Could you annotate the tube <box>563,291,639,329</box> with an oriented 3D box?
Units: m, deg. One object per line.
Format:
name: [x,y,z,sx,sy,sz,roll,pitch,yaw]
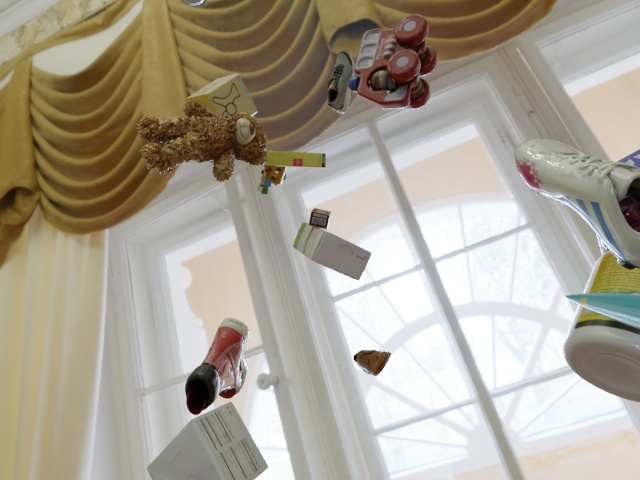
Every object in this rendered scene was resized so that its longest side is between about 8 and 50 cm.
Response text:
tube: [0.401,0.088,0.531,0.080,0.052,0.207,23,0,12]

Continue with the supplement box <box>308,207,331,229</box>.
supplement box: [0.000,-0.062,1.140,0.054,0.043,0.083,12,11,2]

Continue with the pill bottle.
pill bottle: [0.631,0.128,0.802,0.334,0.187,0.188,-49,-6,-27]

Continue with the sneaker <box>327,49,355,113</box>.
sneaker: [0.087,-0.721,1.826,0.100,0.272,0.107,9,4,45]

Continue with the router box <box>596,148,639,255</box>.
router box: [0.950,-0.118,1.139,0.335,0.301,0.082,-29,23,5]

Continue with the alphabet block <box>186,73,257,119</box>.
alphabet block: [-0.439,-0.603,1.810,0.193,0.193,0.197,9,46,46]

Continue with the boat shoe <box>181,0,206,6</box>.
boat shoe: [-0.339,-0.701,0.922,0.113,0.103,0.303,-23,-56,-10]

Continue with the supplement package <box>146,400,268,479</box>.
supplement package: [-0.306,0.609,1.087,0.262,0.204,0.145,-49,-24,24]

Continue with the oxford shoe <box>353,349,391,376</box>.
oxford shoe: [0.151,0.366,1.243,0.076,0.076,0.212,-55,1,-27]

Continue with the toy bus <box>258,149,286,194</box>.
toy bus: [-0.203,-0.295,1.781,0.104,0.191,0.202,7,8,-15]

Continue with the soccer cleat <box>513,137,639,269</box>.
soccer cleat: [0.476,-0.101,0.696,0.115,0.331,0.143,-28,-35,-5]

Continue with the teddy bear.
teddy bear: [-0.300,-0.268,1.062,0.337,0.245,0.113,6,-36,-15]

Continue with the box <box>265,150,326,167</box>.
box: [-0.094,-0.313,1.573,0.232,0.058,0.087,3,9,-1]

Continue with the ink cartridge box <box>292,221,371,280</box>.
ink cartridge box: [0.027,0.027,1.181,0.160,0.093,0.219,24,2,-19]

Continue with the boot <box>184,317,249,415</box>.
boot: [-0.219,0.298,0.828,0.088,0.176,0.245,18,-50,6]

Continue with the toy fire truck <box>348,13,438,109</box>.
toy fire truck: [0.223,-0.556,1.302,0.253,0.303,0.169,7,-15,31]
